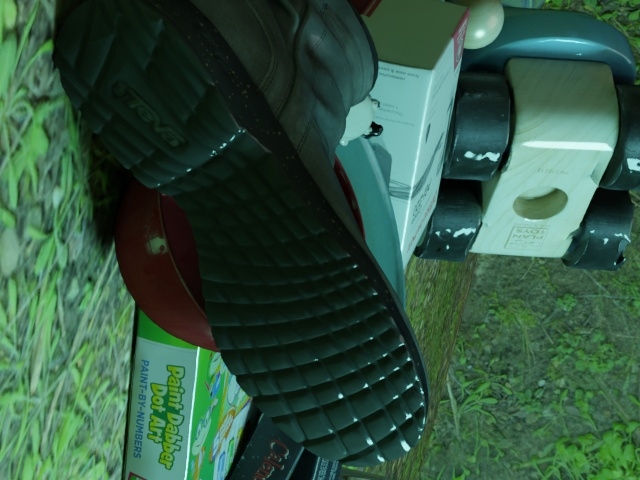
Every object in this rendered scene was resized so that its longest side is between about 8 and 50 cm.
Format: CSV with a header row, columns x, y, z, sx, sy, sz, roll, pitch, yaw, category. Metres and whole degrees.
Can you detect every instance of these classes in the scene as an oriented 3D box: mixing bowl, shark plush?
x,y,z,sx,sy,sz,roll,pitch,yaw,category
-0.066,-0.001,1.044,0.181,0.098,0.181,20,61,-42,mixing bowl
0.017,-0.115,1.225,0.073,0.067,0.161,-45,154,17,shark plush

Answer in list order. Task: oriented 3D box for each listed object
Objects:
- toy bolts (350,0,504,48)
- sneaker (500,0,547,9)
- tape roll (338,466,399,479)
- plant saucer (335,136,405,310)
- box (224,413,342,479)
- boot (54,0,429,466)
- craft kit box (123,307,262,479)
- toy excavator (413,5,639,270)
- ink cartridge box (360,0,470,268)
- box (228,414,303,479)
x,y,z,sx,sy,sz,roll,pitch,yaw,category
0.112,-0.292,1.512,0.218,0.158,0.229,41,63,-78,toy bolts
0.202,-0.349,1.909,0.121,0.111,0.300,-51,139,-5,sneaker
0.085,0.336,1.845,0.286,0.286,0.100,24,80,-79,tape roll
0.000,0.000,1.250,0.317,0.043,0.318,-11,90,-67,plant saucer
-0.028,0.197,1.591,0.158,0.093,0.156,41,63,-77,box
-0.005,-0.051,0.979,0.338,0.118,0.223,63,30,-20,boot
-0.083,0.078,1.272,0.250,0.061,0.247,-59,157,-59,craft kit box
0.202,-0.162,1.788,0.433,0.222,0.445,104,-13,-54,toy excavator
0.062,-0.096,1.459,0.158,0.092,0.218,-59,162,-57,ink cartridge box
-0.069,0.239,1.387,0.233,0.044,0.159,-62,176,-22,box
